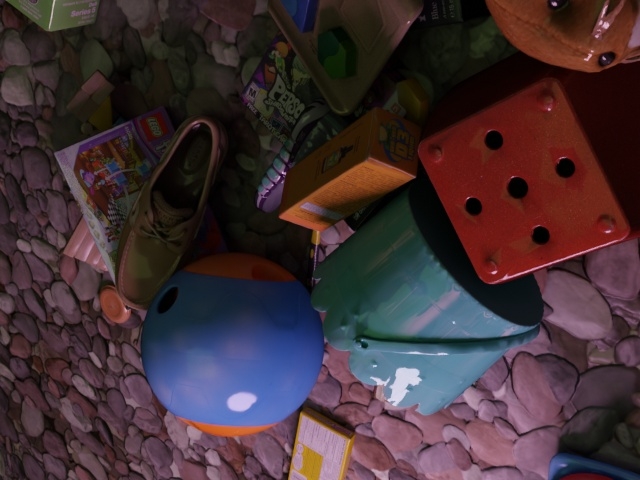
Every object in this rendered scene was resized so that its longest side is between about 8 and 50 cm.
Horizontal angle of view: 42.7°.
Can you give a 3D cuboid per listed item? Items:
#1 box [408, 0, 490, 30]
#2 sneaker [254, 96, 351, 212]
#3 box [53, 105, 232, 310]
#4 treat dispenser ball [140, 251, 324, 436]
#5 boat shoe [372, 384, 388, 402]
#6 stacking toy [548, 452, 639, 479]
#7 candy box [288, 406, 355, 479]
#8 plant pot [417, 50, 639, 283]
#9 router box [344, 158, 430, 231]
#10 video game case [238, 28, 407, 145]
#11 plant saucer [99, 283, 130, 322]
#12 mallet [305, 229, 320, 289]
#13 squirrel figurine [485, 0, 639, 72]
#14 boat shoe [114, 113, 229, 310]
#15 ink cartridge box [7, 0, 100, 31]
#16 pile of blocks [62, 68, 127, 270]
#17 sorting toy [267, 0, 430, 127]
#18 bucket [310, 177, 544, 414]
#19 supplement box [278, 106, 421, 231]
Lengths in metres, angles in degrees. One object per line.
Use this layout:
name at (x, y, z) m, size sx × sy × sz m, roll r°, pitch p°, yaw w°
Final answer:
box at (0.118, -0.347, 1.033) m, size 0.158 × 0.093 × 0.156 m, roll 1°, pitch 109°, yaw 36°
sneaker at (-0.020, -0.098, 1.189) m, size 0.098 × 0.083 × 0.224 m, roll 37°, pitch 134°, yaw 3°
box at (-0.294, -0.054, 1.393) m, size 0.200 × 0.057 × 0.293 m, roll -23°, pitch 96°, yaw -1°
treat dispenser ball at (-0.137, 0.162, 1.293) m, size 0.288 × 0.288 × 0.288 m, roll 14°, pitch 116°, yaw 30°
boat shoe at (0.136, 0.180, 1.263) m, size 0.072 × 0.068 × 0.190 m, roll 20°, pitch 130°, yaw 13°
stacking toy at (0.334, 0.432, 1.067) m, size 0.165 × 0.302 × 0.175 m, roll 12°, pitch 115°, yaw 31°
candy box at (-0.003, 0.404, 1.467) m, size 0.105 × 0.027 × 0.206 m, roll 23°, pitch 121°, yaw 23°
plant pot at (0.266, -0.093, 0.942) m, size 0.267 × 0.235 × 0.267 m, roll -24°, pitch 94°, yaw 38°
router box at (0.094, -0.066, 1.145) m, size 0.038 × 0.122 × 0.092 m, roll 52°, pitch 129°, yaw 14°
video game case at (0.009, -0.208, 1.197) m, size 0.232 × 0.042 × 0.210 m, roll 47°, pitch 129°, yaw 10°
plant saucer at (-0.417, 0.129, 1.651) m, size 0.083 × 0.013 × 0.084 m, roll 14°, pitch 116°, yaw 31°
mallet at (0.000, 0.000, 1.297) m, size 0.062 × 0.039 × 0.190 m, roll 18°, pitch 122°, yaw 32°
squirrel figurine at (0.293, -0.358, 0.763) m, size 0.370 × 0.281 × 0.397 m, roll -36°, pitch 71°, yaw 22°
boat shoe at (-0.248, -0.044, 1.310) m, size 0.121 × 0.110 × 0.341 m, roll 21°, pitch 95°, yaw -5°
ink cartridge box at (-0.447, -0.517, 1.341) m, size 0.198 × 0.114 × 0.273 m, roll 38°, pitch 126°, yaw 16°
pile of blocks at (-0.386, -0.127, 1.485) m, size 0.112 × 0.148 × 0.362 m, roll -132°, pitch 45°, yaw -68°
sorting toy at (0.041, -0.259, 1.031) m, size 0.307 × 0.041 × 0.229 m, roll 59°, pitch 147°, yaw 12°
bucket at (0.145, 0.067, 1.074) m, size 0.281 × 0.281 × 0.183 m, roll 50°, pitch 120°, yaw 8°
supplement box at (0.033, -0.084, 1.054) m, size 0.233 × 0.080 × 0.078 m, roll -30°, pitch 45°, yaw 58°
